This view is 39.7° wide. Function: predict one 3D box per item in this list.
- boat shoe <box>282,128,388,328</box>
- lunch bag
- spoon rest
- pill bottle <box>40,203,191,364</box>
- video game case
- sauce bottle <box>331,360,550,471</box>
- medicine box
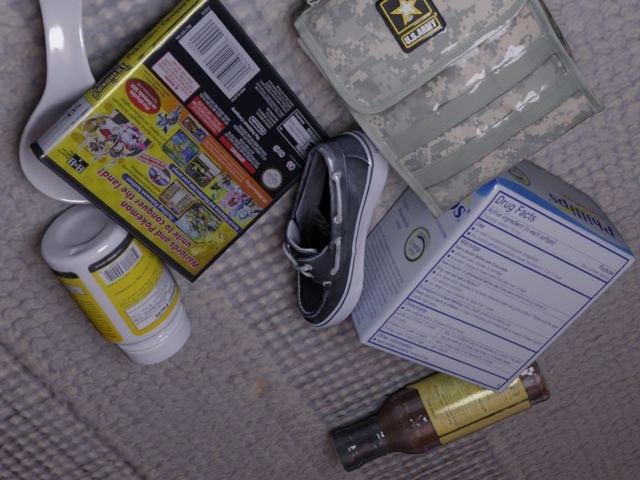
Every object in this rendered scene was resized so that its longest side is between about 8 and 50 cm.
[{"bbox_3d":[0.000,0.000,1.122,0.102,0.108,0.301,-18,140,-36],"label":"boat shoe"},{"bbox_3d":[0.137,-0.209,0.987,0.235,0.169,0.287,-34,121,16],"label":"lunch bag"},{"bbox_3d":[-0.271,-0.151,0.973,0.137,0.084,0.276,-6,128,-10],"label":"spoon rest"},{"bbox_3d":[-0.250,0.056,1.118,0.119,0.119,0.208,-22,130,2],"label":"pill bottle"},{"bbox_3d":[-0.142,-0.108,1.008,0.248,0.035,0.275,-44,136,-1],"label":"video game case"},{"bbox_3d":[0.185,0.269,1.408,0.345,0.111,0.111,-23,130,4],"label":"sauce bottle"},{"bbox_3d":[0.219,0.036,1.209,0.264,0.149,0.289,24,118,-29],"label":"medicine box"}]
